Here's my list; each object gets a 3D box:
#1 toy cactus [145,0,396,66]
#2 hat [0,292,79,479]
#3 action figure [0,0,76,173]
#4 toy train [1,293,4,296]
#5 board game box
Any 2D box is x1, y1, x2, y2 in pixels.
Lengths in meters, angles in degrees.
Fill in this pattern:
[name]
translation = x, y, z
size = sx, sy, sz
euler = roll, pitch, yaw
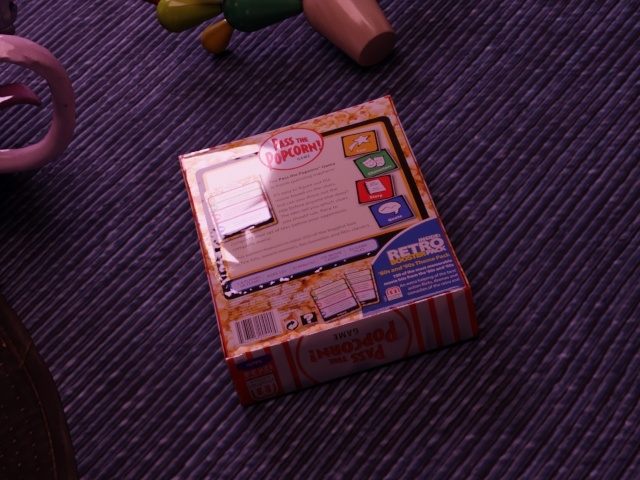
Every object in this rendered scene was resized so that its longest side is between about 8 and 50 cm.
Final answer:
[toy cactus]
translation = -0.013, -0.191, 1.191
size = 0.219, 0.112, 0.180
euler = -29, 63, -18
[hat]
translation = -0.265, 0.128, 0.855
size = 0.331, 0.331, 0.134
euler = -5, 2, 11
[action figure]
translation = -0.367, -0.071, 1.079
size = 0.370, 0.248, 0.275
euler = -27, 58, -14
[toy train]
translation = -0.236, -0.002, 1.079
size = 0.027, 0.036, 0.158
euler = -21, 43, -7
[board game box]
translation = 0.000, 0.000, 1.003
size = 0.147, 0.045, 0.193
euler = -16, 42, -1
